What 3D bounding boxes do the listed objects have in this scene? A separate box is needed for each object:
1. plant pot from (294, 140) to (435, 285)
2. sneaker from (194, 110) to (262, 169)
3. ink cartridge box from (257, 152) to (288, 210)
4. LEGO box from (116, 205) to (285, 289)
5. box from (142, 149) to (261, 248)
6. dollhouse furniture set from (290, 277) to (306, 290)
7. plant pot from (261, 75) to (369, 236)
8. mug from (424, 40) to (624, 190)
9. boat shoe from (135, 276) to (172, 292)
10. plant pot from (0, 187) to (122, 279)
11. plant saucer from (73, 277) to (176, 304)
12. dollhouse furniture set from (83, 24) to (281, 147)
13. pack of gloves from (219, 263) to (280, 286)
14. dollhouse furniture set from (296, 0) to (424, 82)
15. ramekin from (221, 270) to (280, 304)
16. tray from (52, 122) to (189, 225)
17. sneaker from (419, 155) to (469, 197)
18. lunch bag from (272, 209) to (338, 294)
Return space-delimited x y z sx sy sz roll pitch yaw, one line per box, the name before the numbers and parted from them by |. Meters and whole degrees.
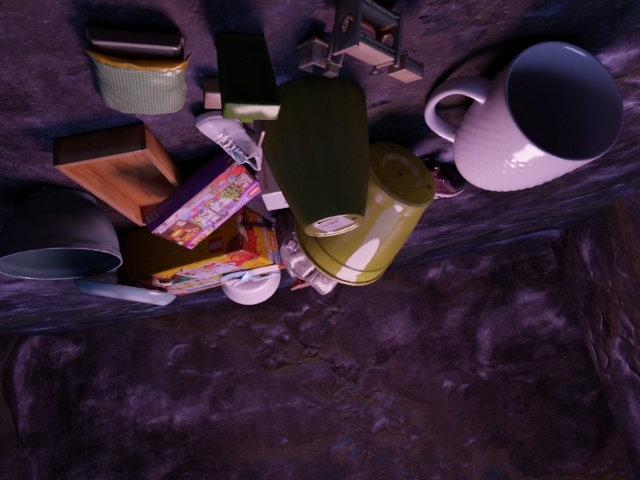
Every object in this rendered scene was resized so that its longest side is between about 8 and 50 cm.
plant pot | 0.155 -0.101 1.260 0.366 0.366 0.353 -1 150 -31
sneaker | -0.202 -0.228 0.960 0.080 0.094 0.212 -18 162 27
ink cartridge box | -0.084 -0.176 1.155 0.176 0.128 0.127 -10 164 -3
LEGO box | -0.445 0.049 1.558 0.500 0.193 0.372 -15 163 14
box | -0.316 -0.107 1.141 0.293 0.057 0.201 -40 162 2
dollhouse furniture set | -0.097 0.071 1.761 0.135 0.259 0.262 -11 165 -41
plant pot | 0.001 -0.168 0.945 0.275 0.293 0.275 -10 164 -3
mug | 0.438 -0.279 0.996 0.374 0.276 0.328 21 167 -4
boat shoe | -0.569 0.147 1.398 0.043 0.049 0.137 -57 148 3
plant pot | -0.712 -0.023 1.123 0.293 0.196 0.293 -10 163 -3
plant saucer | -0.648 0.176 1.357 0.317 0.044 0.317 8 166 2
dollhouse furniture set | -0.247 -0.252 0.741 0.301 0.151 0.197 -5 163 -20
pack of gloves | -0.273 0.156 1.607 0.232 0.046 0.195 -11 163 -3
dollhouse furniture set | 0.076 -0.363 0.761 0.182 0.101 0.161 3 -177 -41
ramekin | -0.318 0.133 1.811 0.277 0.277 0.135 -9 157 -8
tray | -0.471 -0.152 1.075 0.203 0.076 0.411 -11 163 -1
sneaker | 0.404 -0.221 1.389 0.281 0.106 0.162 -8 160 -11
lunch bag | -0.047 0.019 1.493 0.256 0.305 0.212 38 99 -20
